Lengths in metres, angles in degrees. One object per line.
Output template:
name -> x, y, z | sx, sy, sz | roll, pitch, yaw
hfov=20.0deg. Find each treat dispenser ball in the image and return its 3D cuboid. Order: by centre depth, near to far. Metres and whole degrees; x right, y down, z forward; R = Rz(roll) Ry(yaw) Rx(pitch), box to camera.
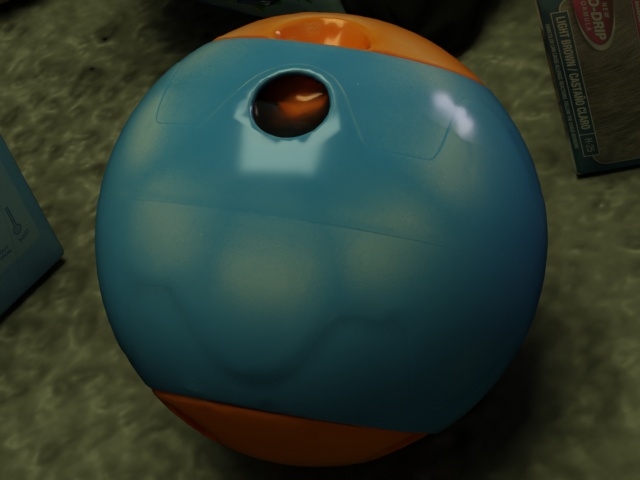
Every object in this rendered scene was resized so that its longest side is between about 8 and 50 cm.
treat dispenser ball -> 0.000, 0.000, 1.154 | 0.288, 0.288, 0.288 | -13, 41, 11

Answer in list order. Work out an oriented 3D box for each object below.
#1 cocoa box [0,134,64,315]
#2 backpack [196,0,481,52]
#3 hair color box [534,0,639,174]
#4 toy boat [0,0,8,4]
cocoa box -> -0.416, 0.013, 1.373 | 0.228, 0.231, 0.347 | 20, 55, 39
backpack -> -0.042, -0.319, 1.553 | 0.273, 0.290, 0.355 | 2, 9, -37
hair color box -> 0.220, -0.232, 1.401 | 0.105, 0.174, 0.347 | -10, 41, 12
toy boat -> -0.343, -0.342, 1.799 | 0.151, 0.151, 0.231 | -22, 40, -1
